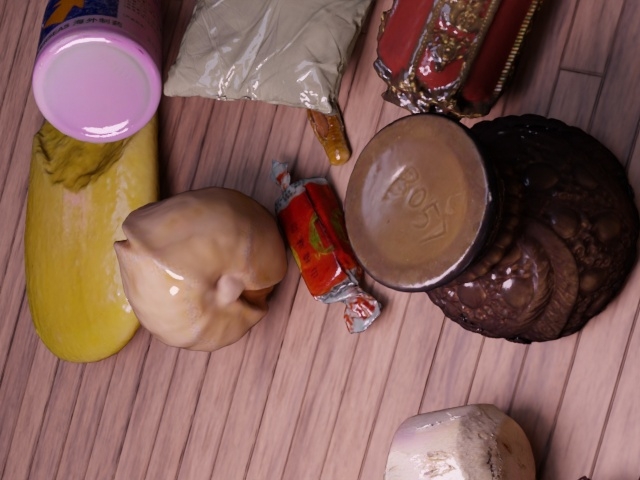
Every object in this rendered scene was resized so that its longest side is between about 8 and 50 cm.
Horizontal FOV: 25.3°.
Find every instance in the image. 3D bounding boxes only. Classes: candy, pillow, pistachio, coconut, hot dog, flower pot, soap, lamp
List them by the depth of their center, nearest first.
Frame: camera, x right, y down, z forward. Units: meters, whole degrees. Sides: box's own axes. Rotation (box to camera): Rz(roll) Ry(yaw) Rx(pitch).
[{"bbox_3d":[0.179,-0.025,1.586,0.267,0.267,0.266,-10,75,39],"label":"flower pot"},{"bbox_3d":[0.146,0.270,1.625,0.183,0.171,0.171,-17,71,29],"label":"coconut"},{"bbox_3d":[0.169,-0.275,1.709,0.177,0.177,0.274,27,100,40],"label":"lamp"},{"bbox_3d":[0.000,0.001,1.870,0.086,0.059,0.292,-43,57,30],"label":"candy"},{"bbox_3d":[-0.163,0.031,1.875,0.309,0.230,0.230,-119,49,-78],"label":"pistachio"},{"bbox_3d":[-0.062,-0.306,1.912,0.281,0.076,0.274,10,71,31],"label":"pillow"},{"bbox_3d":[0.006,-0.159,1.916,0.044,0.028,0.137,-35,62,39],"label":"hot dog"},{"bbox_3d":[-0.346,-0.030,2.130,0.306,0.115,0.427,-11,75,40],"label":"soap"}]

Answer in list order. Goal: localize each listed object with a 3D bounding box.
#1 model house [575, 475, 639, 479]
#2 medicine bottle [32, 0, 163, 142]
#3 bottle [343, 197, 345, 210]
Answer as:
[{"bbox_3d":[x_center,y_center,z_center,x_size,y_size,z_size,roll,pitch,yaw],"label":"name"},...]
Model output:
[{"bbox_3d":[0.330,0.321,1.510,0.203,0.141,0.164,-25,42,12],"label":"model house"},{"bbox_3d":[-0.314,-0.284,2.042,0.178,0.178,0.290,-46,27,24],"label":"medicine bottle"},{"bbox_3d":[0.089,-0.019,1.801,0.140,0.053,0.053,40,108,38],"label":"bottle"}]
